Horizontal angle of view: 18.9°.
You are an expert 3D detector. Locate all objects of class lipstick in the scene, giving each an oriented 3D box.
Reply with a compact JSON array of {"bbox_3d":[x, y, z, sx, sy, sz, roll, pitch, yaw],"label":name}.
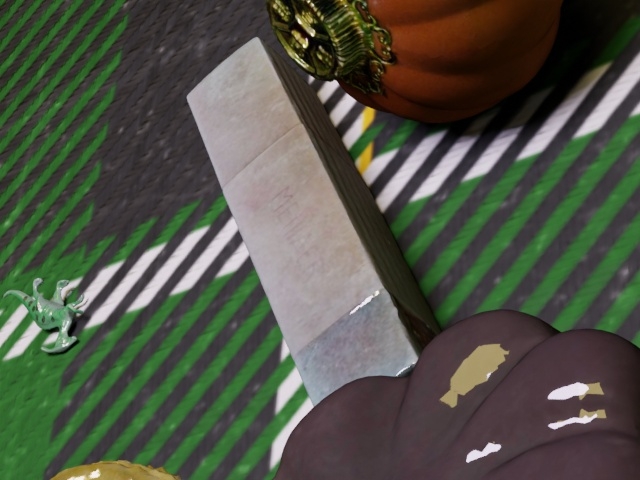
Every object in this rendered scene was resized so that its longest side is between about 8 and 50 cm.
[{"bbox_3d":[0.000,0.000,1.257,0.076,0.080,0.371,-39,38,12],"label":"lipstick"}]

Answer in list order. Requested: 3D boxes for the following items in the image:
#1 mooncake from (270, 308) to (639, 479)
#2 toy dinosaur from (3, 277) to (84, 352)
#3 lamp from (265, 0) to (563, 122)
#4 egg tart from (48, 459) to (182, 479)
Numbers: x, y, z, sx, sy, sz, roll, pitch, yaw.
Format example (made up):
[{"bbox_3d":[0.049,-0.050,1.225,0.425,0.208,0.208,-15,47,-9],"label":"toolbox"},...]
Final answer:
[{"bbox_3d":[0.070,0.179,0.962,0.306,0.154,0.306,-29,31,20],"label":"mooncake"},{"bbox_3d":[-0.208,0.059,1.451,0.083,0.021,0.062,-16,61,32],"label":"toy dinosaur"},{"bbox_3d":[0.059,-0.183,1.249,0.196,0.223,0.223,-36,33,-23],"label":"lamp"},{"bbox_3d":[-0.140,0.246,1.158,0.241,0.106,0.241,-22,47,26],"label":"egg tart"}]
